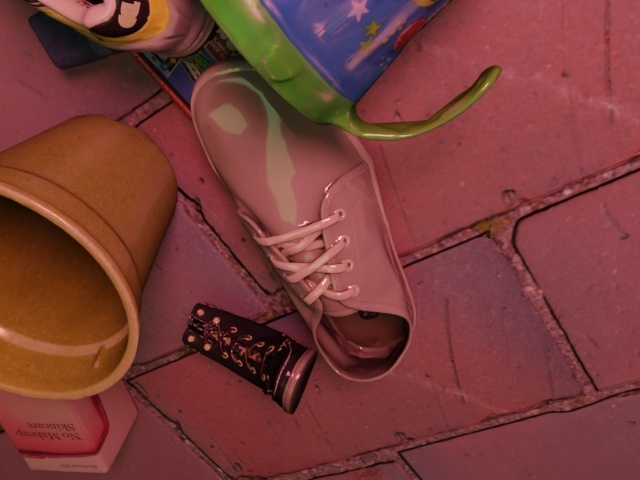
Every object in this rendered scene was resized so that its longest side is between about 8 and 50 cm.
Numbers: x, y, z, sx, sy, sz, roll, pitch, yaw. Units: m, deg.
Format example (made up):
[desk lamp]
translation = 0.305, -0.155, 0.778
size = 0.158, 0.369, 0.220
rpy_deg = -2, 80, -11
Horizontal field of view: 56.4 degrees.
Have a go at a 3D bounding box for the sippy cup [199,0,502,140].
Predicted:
[sippy cup]
translation = 0.026, -0.250, 0.478
size = 0.224, 0.240, 0.305
rpy_deg = -33, 136, 18

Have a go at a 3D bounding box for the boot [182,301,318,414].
[boot]
translation = -0.100, 0.148, 0.785
size = 0.179, 0.236, 0.085
rpy_deg = 24, 84, 0

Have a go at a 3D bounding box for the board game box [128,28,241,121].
[board game box]
translation = -0.140, -0.229, 0.631
size = 0.145, 0.027, 0.281
rpy_deg = -32, 113, 27

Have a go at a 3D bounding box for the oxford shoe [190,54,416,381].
[oxford shoe]
translation = 0.000, 0.000, 0.688
size = 0.169, 0.130, 0.449
rpy_deg = -16, 123, 21

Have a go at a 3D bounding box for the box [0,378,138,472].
[box]
translation = -0.415, 0.246, 0.951
size = 0.149, 0.127, 0.232
rpy_deg = -3, 123, 12

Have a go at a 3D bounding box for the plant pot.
[plant pot]
translation = -0.289, -0.011, 0.671
size = 0.276, 0.254, 0.276
rpy_deg = 5, 125, 7

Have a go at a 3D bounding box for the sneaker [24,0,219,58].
[sneaker]
translation = -0.259, -0.297, 0.500
size = 0.385, 0.147, 0.145
rpy_deg = 33, 112, 4

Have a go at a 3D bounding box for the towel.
[towel]
translation = -0.237, -0.223, 0.620
size = 0.119, 0.029, 0.067
rpy_deg = -10, 121, 18
